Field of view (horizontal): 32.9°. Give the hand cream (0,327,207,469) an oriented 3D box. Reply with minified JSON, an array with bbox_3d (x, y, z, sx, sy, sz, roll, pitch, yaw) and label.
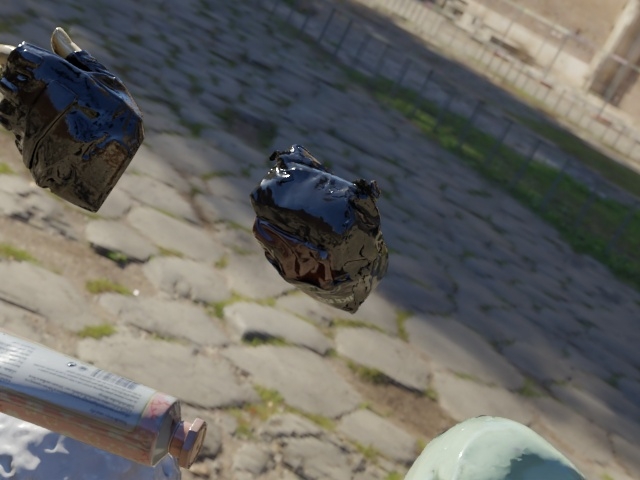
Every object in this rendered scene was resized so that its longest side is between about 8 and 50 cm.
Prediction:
[{"bbox_3d":[-0.171,0.089,0.659,0.209,0.043,0.067,19,40,9],"label":"hand cream"}]

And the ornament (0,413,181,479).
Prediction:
[{"bbox_3d":[-0.359,0.337,1.462,0.337,0.337,0.337,25,16,-8],"label":"ornament"}]

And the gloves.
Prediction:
[{"bbox_3d":[-0.297,-0.146,1.201,0.203,0.164,0.124,34,-12,-12],"label":"gloves"}]

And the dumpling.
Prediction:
[{"bbox_3d":[0.123,0.164,0.662,0.152,0.108,0.219,8,-4,8],"label":"dumpling"}]

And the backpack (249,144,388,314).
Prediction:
[{"bbox_3d":[0.003,0.002,1.012,0.120,0.106,0.165,23,-28,31],"label":"backpack"}]
